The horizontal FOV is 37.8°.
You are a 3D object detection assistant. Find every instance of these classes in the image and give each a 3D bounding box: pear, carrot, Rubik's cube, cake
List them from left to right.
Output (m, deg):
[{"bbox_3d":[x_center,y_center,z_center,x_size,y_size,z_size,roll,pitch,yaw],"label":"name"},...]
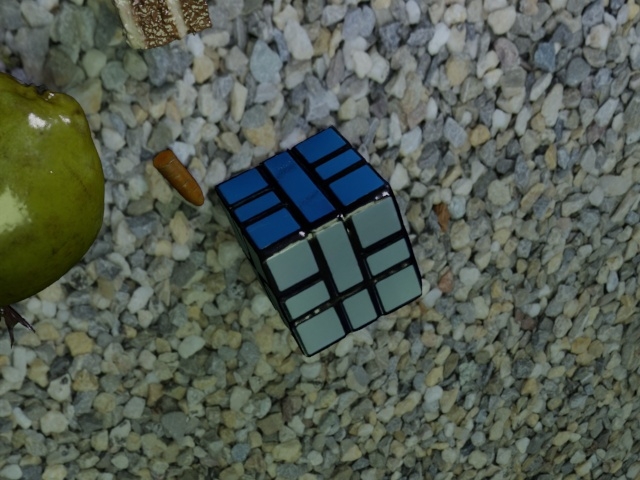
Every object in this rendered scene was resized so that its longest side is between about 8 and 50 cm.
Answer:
[{"bbox_3d":[-0.523,-0.066,1.492,0.351,0.352,0.413,14,123,-32],"label":"pear"},{"bbox_3d":[-0.268,-0.399,1.519,0.147,0.135,0.135,-18,127,-9],"label":"cake"},{"bbox_3d":[-0.258,-0.111,1.763,0.048,0.048,0.139,-38,131,1],"label":"carrot"},{"bbox_3d":[0.000,0.000,1.811,0.283,0.288,0.294,-30,131,-7],"label":"Rubik's cube"}]

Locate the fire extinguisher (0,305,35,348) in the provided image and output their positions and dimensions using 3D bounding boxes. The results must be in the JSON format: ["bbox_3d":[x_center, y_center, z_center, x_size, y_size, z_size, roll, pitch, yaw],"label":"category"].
[{"bbox_3d":[-0.698,0.206,1.705,0.341,0.105,0.142,-27,96,-7],"label":"fire extinguisher"}]
